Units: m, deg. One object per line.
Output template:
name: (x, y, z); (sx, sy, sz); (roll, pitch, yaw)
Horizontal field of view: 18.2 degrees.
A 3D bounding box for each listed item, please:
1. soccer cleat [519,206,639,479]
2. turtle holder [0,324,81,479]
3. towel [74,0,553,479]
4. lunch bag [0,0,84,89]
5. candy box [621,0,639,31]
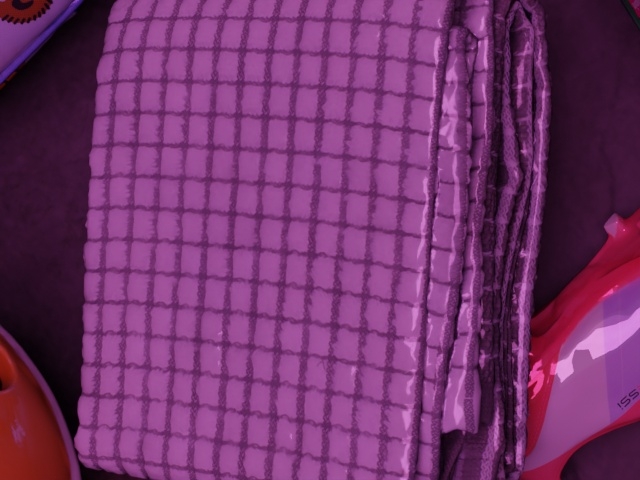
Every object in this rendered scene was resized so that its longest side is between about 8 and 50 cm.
soccer cleat: (0.182, 0.037, 1.079); (0.248, 0.083, 0.095); (-40, 109, 8)
turtle holder: (-0.264, 0.152, 1.122); (0.243, 0.320, 0.227); (5, 78, -21)
towel: (0.000, 0.000, 1.059); (0.235, 0.121, 0.283); (4, 92, 34)
lunch bag: (-0.286, -0.149, 1.089); (0.303, 0.243, 0.115); (-41, 38, 12)
candy box: (0.295, -0.155, 0.982); (0.268, 0.122, 0.317); (-31, 84, -7)
